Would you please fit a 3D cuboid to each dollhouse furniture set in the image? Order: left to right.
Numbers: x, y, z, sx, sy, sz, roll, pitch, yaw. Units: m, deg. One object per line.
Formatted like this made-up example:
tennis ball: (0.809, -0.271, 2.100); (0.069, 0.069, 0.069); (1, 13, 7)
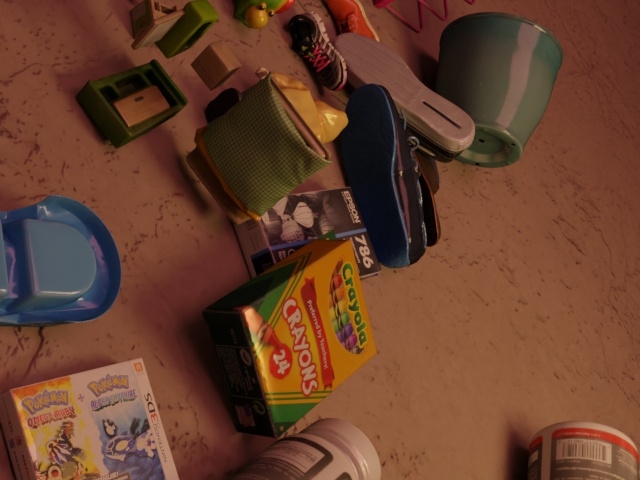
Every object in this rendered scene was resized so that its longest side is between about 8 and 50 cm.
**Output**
dollhouse furniture set: (-0.162, -0.162, 1.403); (0.301, 0.197, 0.151); (52, 37, -1)

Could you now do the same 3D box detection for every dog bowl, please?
dog bowl: (-0.381, 0.027, 1.177); (0.297, 0.074, 0.166); (7, 65, -49)

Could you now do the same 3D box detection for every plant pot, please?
plant pot: (0.368, -0.306, 2.116); (0.271, 0.271, 0.255); (31, 63, -36)

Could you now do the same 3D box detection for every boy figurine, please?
boy figurine: (-0.063, -0.211, 1.672); (0.285, 0.092, 0.177); (-11, 79, -53)

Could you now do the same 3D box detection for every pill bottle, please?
pill bottle: (-0.045, 0.361, 1.322); (0.283, 0.161, 0.161); (-27, 92, -53)
pill bottle: (0.481, 0.538, 1.812); (0.210, 0.210, 0.363); (40, 45, -29)

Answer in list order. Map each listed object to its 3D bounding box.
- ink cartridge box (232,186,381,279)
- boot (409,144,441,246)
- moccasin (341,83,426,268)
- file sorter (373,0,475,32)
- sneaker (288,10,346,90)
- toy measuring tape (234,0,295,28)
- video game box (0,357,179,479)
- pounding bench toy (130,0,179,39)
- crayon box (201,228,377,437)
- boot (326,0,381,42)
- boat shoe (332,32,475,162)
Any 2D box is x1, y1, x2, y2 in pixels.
ink cartridge box: (0.000, 0.000, 1.655); (0.332, 0.065, 0.165); (-13, 80, -53)
boot: (0.213, -0.093, 1.942); (0.106, 0.082, 0.219); (-3, 71, -48)
moccasin: (0.120, -0.118, 1.831); (0.117, 0.137, 0.342); (-5, 88, -55)
file sorter: (0.278, -0.615, 2.139); (0.182, 0.290, 0.202); (25, 53, -44)
sneaker: (-0.012, -0.354, 1.835); (0.075, 0.063, 0.170); (-12, 75, -52)
toy measuring tape: (-0.089, -0.515, 1.788); (0.121, 0.121, 0.330); (34, 47, -34)
video game box: (-0.278, 0.253, 1.199); (0.205, 0.048, 0.187); (-9, 75, -52)
pounding bench toy: (-0.258, -0.357, 1.550); (0.065, 0.052, 0.083); (9, 64, -48)
crayon box: (-0.021, 0.127, 1.475); (0.318, 0.081, 0.202); (-34, 116, -47)
boot: (0.059, -0.431, 1.966); (0.158, 0.059, 0.085); (50, 45, -21)
boat shoe: (0.143, -0.266, 1.916); (0.335, 0.119, 0.121); (42, 56, 8)
